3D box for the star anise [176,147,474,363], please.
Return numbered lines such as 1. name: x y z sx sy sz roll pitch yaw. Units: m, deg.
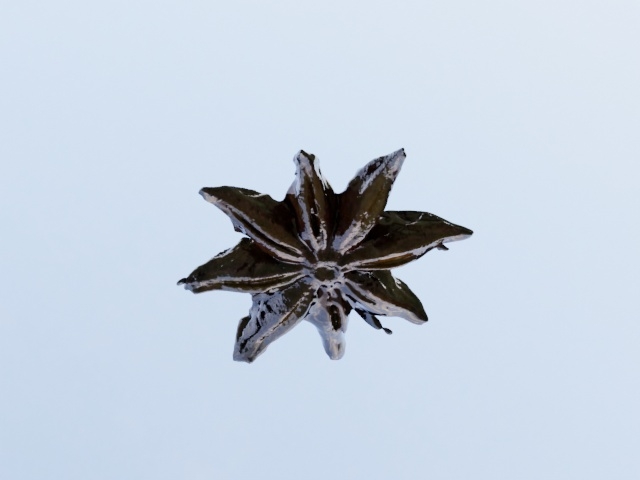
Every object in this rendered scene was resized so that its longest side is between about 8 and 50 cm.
1. star anise: 0.000 0.000 1.403 0.272 0.272 0.102 19 -149 -22
